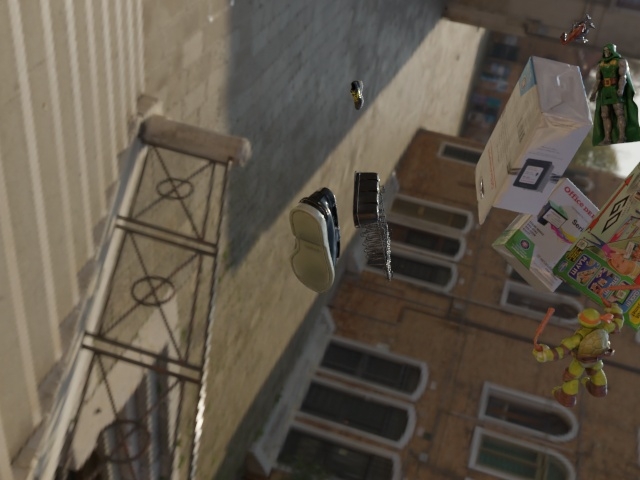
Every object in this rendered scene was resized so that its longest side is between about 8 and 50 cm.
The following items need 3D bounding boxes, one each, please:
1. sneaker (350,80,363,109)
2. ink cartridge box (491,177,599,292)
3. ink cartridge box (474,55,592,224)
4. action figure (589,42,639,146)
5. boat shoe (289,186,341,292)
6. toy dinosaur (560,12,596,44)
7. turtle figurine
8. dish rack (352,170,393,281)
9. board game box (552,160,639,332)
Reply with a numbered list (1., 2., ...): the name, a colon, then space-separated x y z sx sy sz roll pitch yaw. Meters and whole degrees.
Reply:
1. sneaker: 0.097 -0.407 2.209 0.035 0.031 0.083 0 87 -43
2. ink cartridge box: 0.673 -0.016 2.301 0.278 0.201 0.117 -46 -176 -8
3. ink cartridge box: 0.238 -0.105 0.908 0.180 0.060 0.104 108 -9 -48
4. action figure: 0.675 -0.339 1.832 0.063 0.137 0.232 -7 94 -39
5. boat shoe: -0.004 -0.002 1.885 0.113 0.127 0.340 -55 154 -30
6. toy dinosaur: 0.522 -0.431 1.631 0.090 0.047 0.082 -16 165 -46
7. turtle figurine: 0.509 0.201 1.482 0.269 0.087 0.218 -23 125 -26
8. dish rack: 0.145 -0.031 2.116 0.208 0.074 0.272 -83 162 -49
9. board game box: 0.679 0.005 1.679 0.317 0.213 0.046 -51 152 0
